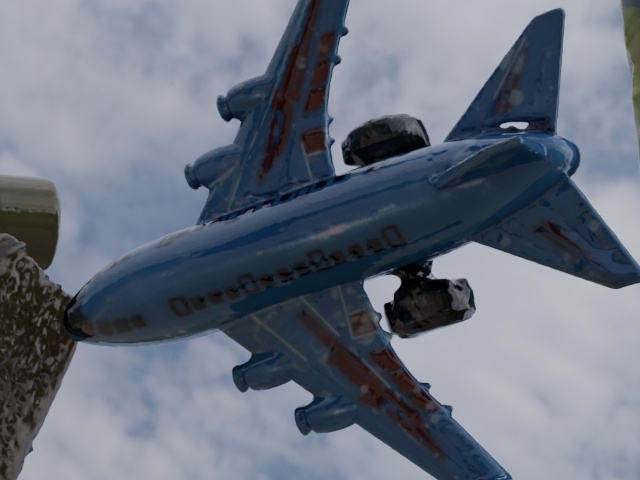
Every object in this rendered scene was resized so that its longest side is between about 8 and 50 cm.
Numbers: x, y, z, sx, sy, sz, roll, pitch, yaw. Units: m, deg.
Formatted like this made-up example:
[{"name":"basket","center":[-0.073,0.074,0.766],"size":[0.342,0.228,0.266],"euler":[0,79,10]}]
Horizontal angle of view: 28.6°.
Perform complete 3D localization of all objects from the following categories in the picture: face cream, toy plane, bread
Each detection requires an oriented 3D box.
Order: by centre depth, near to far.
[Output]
[{"name":"toy plane","center":[0.000,0.000,0.571],"size":[0.271,0.254,0.105],"euler":[-21,-14,30]},{"name":"bread","center":[-0.352,0.097,0.828],"size":[0.417,0.165,0.113],"euler":[-6,-42,35]},{"name":"face cream","center":[-0.384,-0.024,1.001],"size":[0.341,0.084,0.137],"euler":[4,-5,-27]}]

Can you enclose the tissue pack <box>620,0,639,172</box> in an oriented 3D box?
[{"name":"tissue pack","center":[0.371,-0.112,0.848],"size":[0.264,0.416,0.253],"euler":[3,-16,-17]}]
